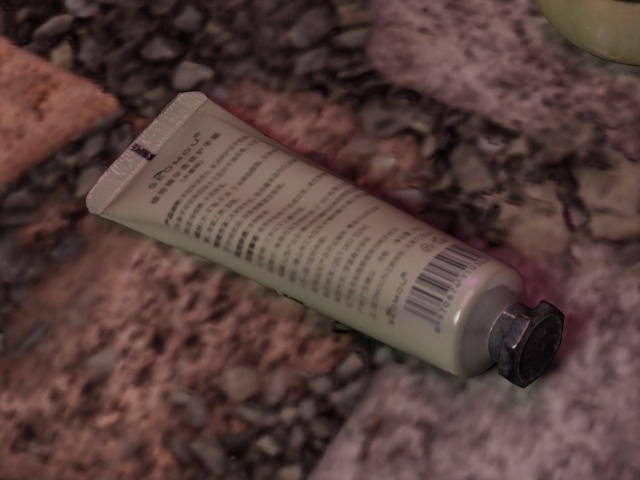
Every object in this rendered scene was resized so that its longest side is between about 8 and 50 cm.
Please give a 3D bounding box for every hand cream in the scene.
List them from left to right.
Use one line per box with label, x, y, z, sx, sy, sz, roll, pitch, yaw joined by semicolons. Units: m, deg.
hand cream;0.000;0.000;0.813;0.234;0.050;0.080;27;66;33

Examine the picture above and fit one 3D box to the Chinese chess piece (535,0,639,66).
Chinese chess piece;0.155;-0.137;0.866;0.122;0.051;0.122;-6;53;7
